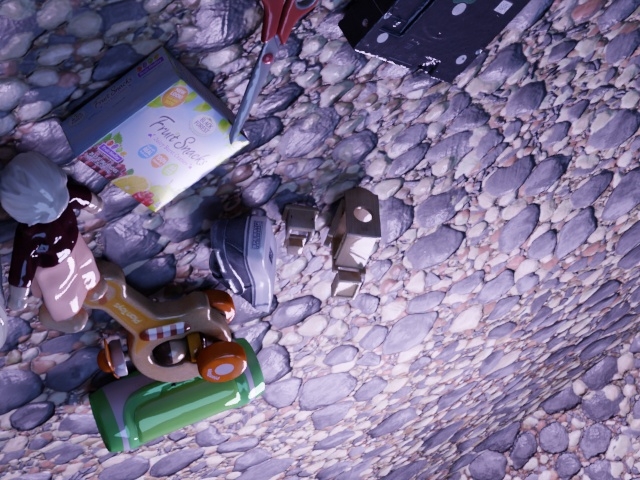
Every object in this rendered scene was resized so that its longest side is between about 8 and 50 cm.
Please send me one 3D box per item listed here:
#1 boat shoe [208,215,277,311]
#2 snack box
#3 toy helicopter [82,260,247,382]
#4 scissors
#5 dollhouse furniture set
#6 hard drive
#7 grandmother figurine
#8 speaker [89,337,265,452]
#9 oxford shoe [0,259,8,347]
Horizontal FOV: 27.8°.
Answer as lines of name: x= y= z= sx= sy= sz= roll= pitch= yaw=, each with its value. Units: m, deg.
boat shoe: x=-0.127 y=0.037 z=2.077 sx=0.102 sy=0.108 sz=0.301 roll=5 pitch=162 yaw=4
snack box: x=-0.217 y=-0.144 z=1.729 sx=0.174 sy=0.070 sz=0.207 roll=-35 pitch=152 yaw=7
toy helicopter: x=-0.294 y=0.138 z=2.089 sx=0.235 sy=0.140 sz=0.355 roll=-27 pitch=142 yaw=14
scissors: x=-0.055 y=-0.254 z=1.681 sx=0.109 sy=0.021 sz=0.297 roll=-11 pitch=130 yaw=-28
dollhouse furniture set: x=0.000 y=0.000 z=2.169 sx=0.160 sy=0.101 sz=0.182 roll=7 pitch=141 yaw=-12
hard drive: x=0.210 y=-0.372 z=1.761 sx=0.237 sy=0.064 sz=0.339 roll=8 pitch=134 yaw=-48
grandmother figurine: x=-0.372 y=0.003 z=1.765 sx=0.104 sy=0.208 sz=0.342 roll=13 pitch=148 yaw=9
speaker: x=-0.255 y=0.274 z=2.301 sx=0.296 sy=0.131 sz=0.131 roll=-20 pitch=150 yaw=-17
oxford shoe: x=-0.479 y=0.018 z=1.690 sx=0.449 sy=0.169 sz=0.130 roll=95 pitch=16 yaw=-58
